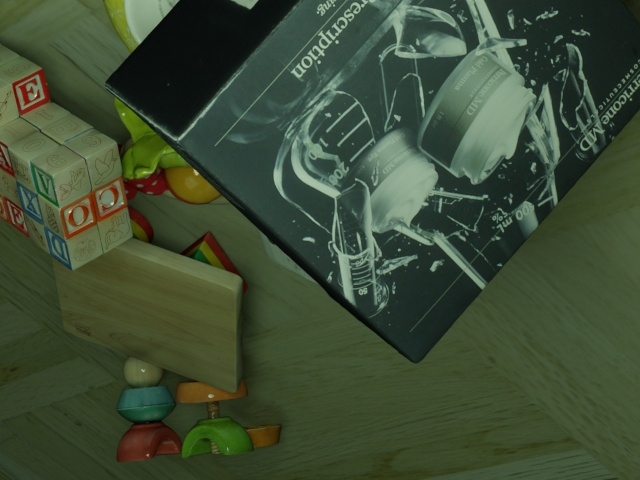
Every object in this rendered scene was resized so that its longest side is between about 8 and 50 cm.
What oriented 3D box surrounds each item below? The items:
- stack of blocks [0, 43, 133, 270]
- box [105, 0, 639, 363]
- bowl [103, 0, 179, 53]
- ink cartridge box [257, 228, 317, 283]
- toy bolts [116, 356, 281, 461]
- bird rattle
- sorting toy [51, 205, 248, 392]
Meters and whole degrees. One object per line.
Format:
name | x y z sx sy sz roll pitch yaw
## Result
stack of blocks | -0.342 -0.111 1.725 0.297 0.087 0.171 32 141 39
box | 0.062 -0.136 1.285 0.312 0.343 0.179 43 177 -33
bowl | -0.092 -0.230 1.387 0.289 0.156 0.289 10 122 18
ink cartridge box | 0.000 0.000 1.848 0.179 0.045 0.145 27 152 32
toy bolts | -0.181 0.229 2.225 0.228 0.158 0.218 -8 175 26
bird rattle | -0.174 -0.079 1.768 0.207 0.143 0.253 17 152 -17
sorting toy | -0.211 0.061 2.007 0.257 0.089 0.255 19 146 10
